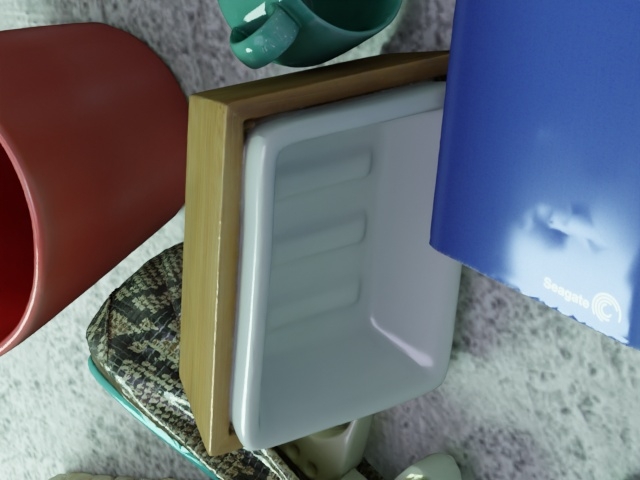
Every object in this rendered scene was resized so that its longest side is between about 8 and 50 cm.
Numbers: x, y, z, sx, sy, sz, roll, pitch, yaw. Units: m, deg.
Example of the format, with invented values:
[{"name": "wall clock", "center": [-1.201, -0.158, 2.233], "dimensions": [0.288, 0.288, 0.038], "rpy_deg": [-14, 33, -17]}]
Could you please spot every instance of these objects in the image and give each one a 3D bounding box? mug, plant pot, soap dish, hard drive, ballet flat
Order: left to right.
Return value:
[{"name": "plant pot", "center": [-0.251, -0.060, 1.669], "dimensions": [0.275, 0.243, 0.275], "rpy_deg": [16, 118, 33]}, {"name": "mug", "center": [-0.026, -0.193, 1.487], "dimensions": [0.097, 0.157, 0.129], "rpy_deg": [-24, 83, 46]}, {"name": "soap dish", "center": [0.000, 0.000, 1.520], "dimensions": [0.118, 0.229, 0.291], "rpy_deg": [32, 128, 44]}, {"name": "ballet flat", "center": [0.002, 0.189, 1.655], "dimensions": [0.483, 0.164, 0.182], "rpy_deg": [47, 111, 14]}, {"name": "hard drive", "center": [0.175, -0.105, 1.374], "dimensions": [0.210, 0.040, 0.319], "rpy_deg": [28, 124, 38]}]

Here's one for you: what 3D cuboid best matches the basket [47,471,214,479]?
[{"name": "basket", "center": [-0.203, 0.381, 1.782], "dimensions": [0.328, 0.331, 0.266], "rpy_deg": [-4, 101, 39]}]
